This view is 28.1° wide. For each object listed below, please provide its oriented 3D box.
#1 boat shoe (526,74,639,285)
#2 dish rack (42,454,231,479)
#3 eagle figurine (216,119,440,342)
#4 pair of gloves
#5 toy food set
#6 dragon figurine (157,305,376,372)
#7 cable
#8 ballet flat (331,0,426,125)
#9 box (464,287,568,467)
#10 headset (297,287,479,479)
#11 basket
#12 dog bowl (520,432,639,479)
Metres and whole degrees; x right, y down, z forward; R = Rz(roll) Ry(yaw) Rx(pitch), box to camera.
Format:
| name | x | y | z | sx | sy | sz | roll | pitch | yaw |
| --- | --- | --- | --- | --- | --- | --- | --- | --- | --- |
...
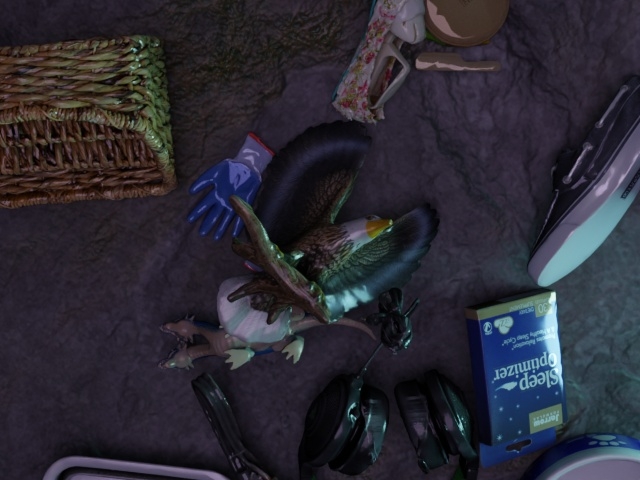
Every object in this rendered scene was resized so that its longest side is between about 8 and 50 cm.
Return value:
| name | x | y | z | sx | sy | sz | roll | pitch | yaw |
| --- | --- | --- | --- | --- | --- | --- | --- | --- | --- |
| boat shoe | 0.353 | -0.081 | 1.683 | 0.102 | 0.108 | 0.301 | 41 | 105 | 30 |
| dish rack | -0.257 | 0.465 | 1.813 | 0.285 | 0.072 | 0.333 | 6 | 99 | 3 |
| eagle figurine | 0.010 | 0.000 | 1.645 | 0.225 | 0.298 | 0.226 | 10 | 117 | 17 |
| pair of gloves | -0.078 | -0.040 | 1.748 | 0.198 | 0.023 | 0.159 | 38 | 99 | -2 |
| toy food set | 0.184 | -0.317 | 1.688 | 0.132 | 0.038 | 0.192 | 3 | 94 | -5 |
| dragon figurine | -0.081 | 0.121 | 1.741 | 0.289 | 0.144 | 0.085 | -12 | 97 | -15 |
| cable | -0.091 | 0.303 | 1.757 | 0.072 | 0.139 | 0.287 | -25 | 93 | -12 |
| ballet flat | 0.092 | -0.255 | 1.655 | 0.077 | 0.091 | 0.241 | 36 | 121 | 21 |
| box | 0.268 | 0.188 | 1.726 | 0.136 | 0.036 | 0.225 | -12 | 101 | -29 |
| headset | 0.094 | 0.252 | 1.693 | 0.243 | 0.185 | 0.394 | -2 | 113 | -5 |
| basket | -0.347 | -0.145 | 1.649 | 0.299 | 0.213 | 0.223 | -3 | 98 | 4 |
| dog bowl | 0.393 | 0.403 | 1.751 | 0.264 | 0.104 | 0.265 | 1 | 99 | 4 |
